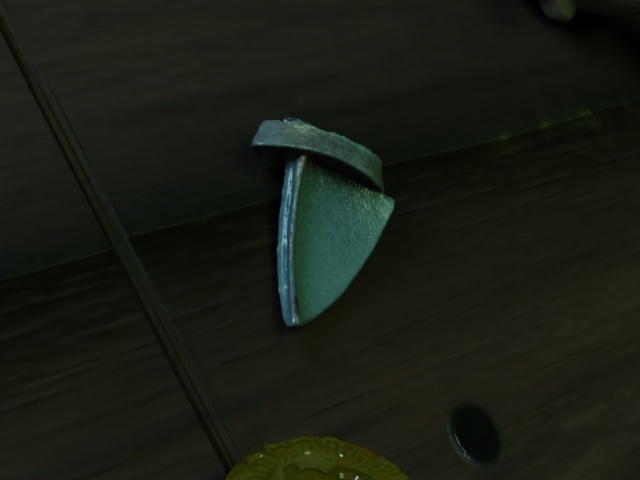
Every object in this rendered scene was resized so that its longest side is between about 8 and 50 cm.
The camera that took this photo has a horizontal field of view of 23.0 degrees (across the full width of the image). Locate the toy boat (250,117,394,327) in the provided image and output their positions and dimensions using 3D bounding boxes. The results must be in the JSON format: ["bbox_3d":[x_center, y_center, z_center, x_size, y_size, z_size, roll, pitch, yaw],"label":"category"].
[{"bbox_3d":[0.000,0.001,0.851,0.096,0.034,0.122,20,60,-30],"label":"toy boat"}]

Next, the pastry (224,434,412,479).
[{"bbox_3d":[0.000,0.138,0.713,0.097,0.057,0.109,7,32,-10],"label":"pastry"}]

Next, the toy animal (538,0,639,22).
[{"bbox_3d":[0.211,-0.203,1.113,0.212,0.124,0.124,20,51,-31],"label":"toy animal"}]
